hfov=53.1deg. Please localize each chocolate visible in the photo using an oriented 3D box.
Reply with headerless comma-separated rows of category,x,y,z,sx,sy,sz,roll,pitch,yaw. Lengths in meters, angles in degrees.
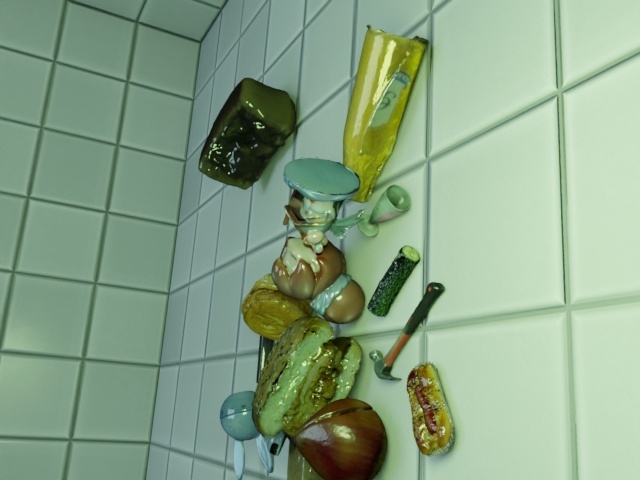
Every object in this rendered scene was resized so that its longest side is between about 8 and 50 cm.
chocolate,0.147,-0.311,1.644,0.162,0.162,0.445,-135,55,-60

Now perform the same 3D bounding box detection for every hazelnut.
hazelnut,0.044,0.456,1.447,0.208,0.208,0.208,-36,49,55

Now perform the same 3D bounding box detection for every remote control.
remote control,-0.092,0.489,1.767,0.244,0.047,0.087,-59,-10,-58

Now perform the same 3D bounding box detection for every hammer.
hammer,0.195,0.203,1.436,0.288,0.033,0.111,-63,29,29

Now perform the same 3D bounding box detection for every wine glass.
wine glass,0.157,-0.069,1.588,0.155,0.073,0.073,132,141,-53

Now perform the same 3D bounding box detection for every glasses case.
glasses case,-0.188,0.380,2.143,0.072,0.042,0.191,145,131,-65

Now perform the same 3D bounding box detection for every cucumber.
cucumber,0.170,0.094,1.506,0.187,0.058,0.058,-63,30,28

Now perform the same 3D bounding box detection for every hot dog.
hot dog,0.220,0.343,1.302,0.108,0.059,0.191,-50,35,38

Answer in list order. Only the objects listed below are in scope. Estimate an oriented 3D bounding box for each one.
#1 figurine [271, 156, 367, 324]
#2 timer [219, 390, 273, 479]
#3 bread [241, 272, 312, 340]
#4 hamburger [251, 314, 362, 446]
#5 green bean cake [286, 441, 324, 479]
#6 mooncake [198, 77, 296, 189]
figurine,-0.001,-0.001,1.620,0.277,0.248,0.388,-114,31,-55
timer,-0.225,0.604,2.047,0.175,0.175,0.255,-18,93,62
bread,-0.131,0.206,1.921,0.236,0.198,0.120,-53,18,43
hamburger,-0.045,0.352,1.631,0.318,0.195,0.277,-62,12,-6
green bean cake,-0.031,0.587,1.687,0.109,0.085,0.179,-32,51,59
mooncake,-0.265,-0.396,2.379,0.394,0.246,0.393,3,74,64
